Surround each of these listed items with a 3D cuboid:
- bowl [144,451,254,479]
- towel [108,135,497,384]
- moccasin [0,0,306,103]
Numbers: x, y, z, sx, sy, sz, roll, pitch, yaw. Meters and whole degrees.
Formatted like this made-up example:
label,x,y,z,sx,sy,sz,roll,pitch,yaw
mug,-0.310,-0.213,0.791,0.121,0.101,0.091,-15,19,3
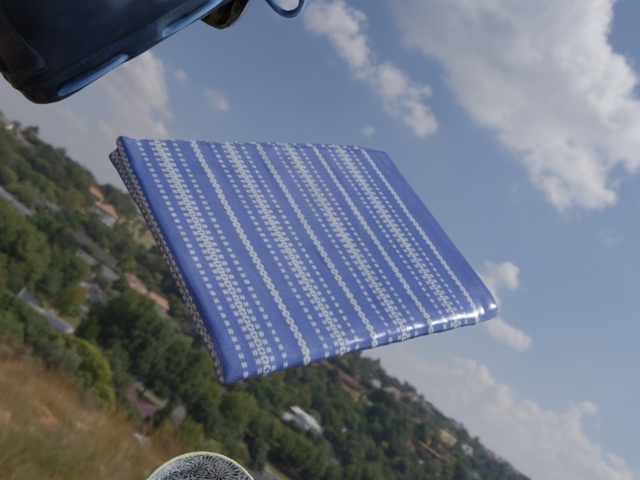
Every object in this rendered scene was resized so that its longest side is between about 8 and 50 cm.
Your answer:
label,x,y,z,sx,sy,sz,roll,pitch,yaw
bowl,-0.145,0.312,0.707,0.170,0.170,0.080,38,-36,-22
towel,0.000,0.000,0.619,0.336,0.040,0.243,-5,51,-42
moccasin,-0.099,-0.216,0.506,0.138,0.342,0.117,39,-30,36
